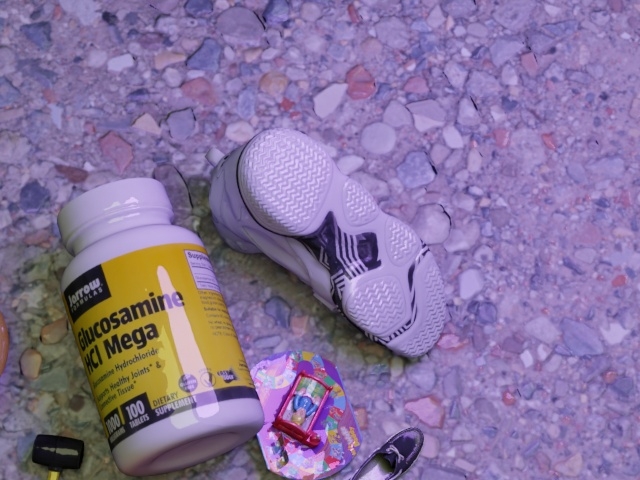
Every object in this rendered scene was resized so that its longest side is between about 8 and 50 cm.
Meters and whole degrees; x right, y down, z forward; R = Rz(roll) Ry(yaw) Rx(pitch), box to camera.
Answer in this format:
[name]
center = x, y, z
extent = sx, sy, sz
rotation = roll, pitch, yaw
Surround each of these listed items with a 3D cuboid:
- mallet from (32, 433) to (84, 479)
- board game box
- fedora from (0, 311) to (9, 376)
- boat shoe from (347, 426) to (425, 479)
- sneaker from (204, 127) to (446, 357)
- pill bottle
[mallet]
center = -0.342, 0.327, 1.814
extent = 0.062, 0.039, 0.189
rotation = 16, 75, 2
[board game box]
center = -0.018, 0.210, 1.850
extent = 0.133, 0.033, 0.168
rotation = -12, 71, -23
[fedora]
center = -0.474, 0.144, 1.847
extent = 0.194, 0.079, 0.194
rotation = -1, 74, 3
[boat shoe]
center = 0.081, 0.275, 1.847
extent = 0.125, 0.038, 0.046
rotation = -37, 76, -14
[sneaker]
center = 0.000, 0.000, 1.894
extent = 0.366, 0.210, 0.137
rotation = 47, 73, -23
[pill bottle]
center = -0.206, 0.102, 1.816
extent = 0.188, 0.188, 0.334
rotation = -19, 72, -9
